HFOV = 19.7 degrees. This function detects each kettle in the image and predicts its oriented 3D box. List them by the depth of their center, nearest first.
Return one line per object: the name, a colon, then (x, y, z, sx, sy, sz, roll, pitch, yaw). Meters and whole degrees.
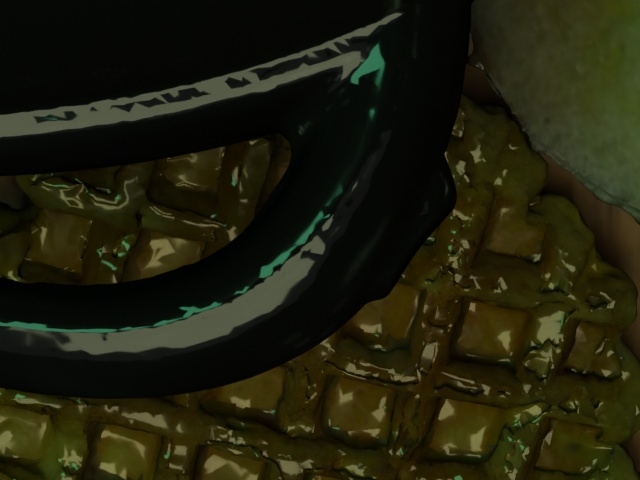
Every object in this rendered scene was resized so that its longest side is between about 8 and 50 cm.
kettle: (-0.085, -0.091, 0.550, 0.290, 0.207, 0.268, 7, 85, 4)

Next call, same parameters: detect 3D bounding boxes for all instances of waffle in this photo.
waffle: (-0.016, 0.053, 0.680, 0.291, 0.051, 0.291, 0, 112, -1)

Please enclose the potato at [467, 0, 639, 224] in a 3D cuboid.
potato: (0.180, -0.111, 0.544, 0.299, 0.116, 0.239, -19, 89, 46)
